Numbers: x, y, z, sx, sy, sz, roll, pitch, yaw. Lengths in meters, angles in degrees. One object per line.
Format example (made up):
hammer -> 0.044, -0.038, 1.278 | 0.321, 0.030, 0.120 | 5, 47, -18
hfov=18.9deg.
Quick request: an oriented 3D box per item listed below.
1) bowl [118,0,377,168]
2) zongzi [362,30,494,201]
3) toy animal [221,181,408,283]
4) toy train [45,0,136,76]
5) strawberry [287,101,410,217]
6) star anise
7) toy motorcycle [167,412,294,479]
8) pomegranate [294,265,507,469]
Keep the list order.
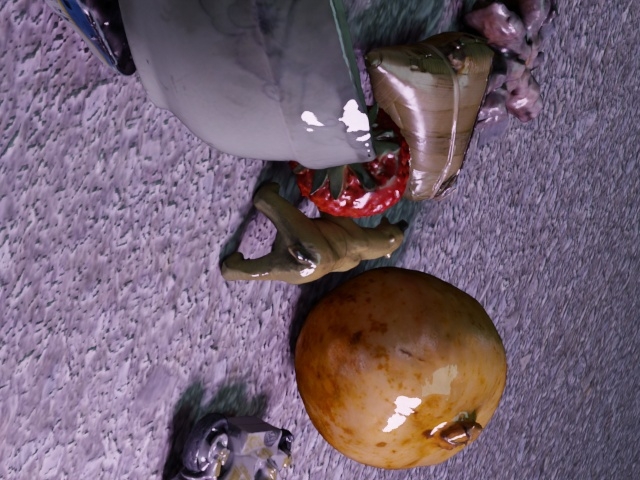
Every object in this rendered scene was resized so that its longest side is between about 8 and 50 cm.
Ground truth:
bowl -> -0.063, -0.195, 1.477 | 0.307, 0.163, 0.307 | -11, 90, -85
zongzi -> 0.088, -0.128, 2.038 | 0.197, 0.099, 0.194 | -13, 124, -49
toy animal -> 0.000, 0.000, 1.954 | 0.219, 0.101, 0.103 | -10, 119, -63
toy train -> -0.180, -0.192, 1.458 | 0.052, 0.051, 0.234 | -60, 163, -14
strawberry -> 0.024, -0.081, 1.915 | 0.131, 0.131, 0.148 | -59, -173, -16
star anise -> 0.216, -0.215, 2.222 | 0.229, 0.093, 0.236 | -53, 151, -27
toy motorcycle -> -0.102, 0.256, 2.016 | 0.152, 0.073, 0.225 | -65, 155, 0
pomegranate -> 0.091, 0.144, 2.120 | 0.248, 0.248, 0.248 | -47, 150, -38
